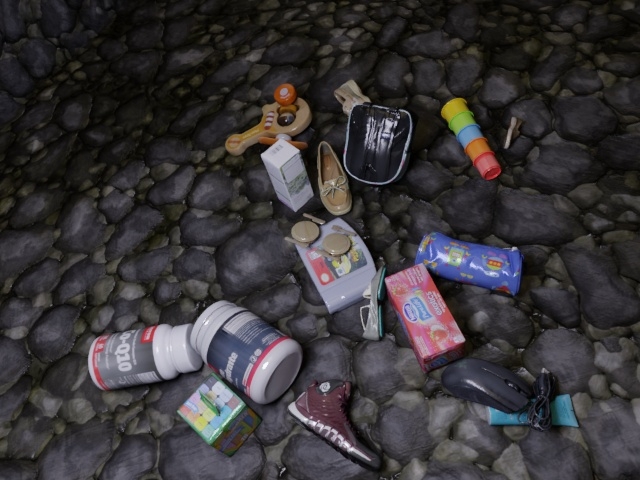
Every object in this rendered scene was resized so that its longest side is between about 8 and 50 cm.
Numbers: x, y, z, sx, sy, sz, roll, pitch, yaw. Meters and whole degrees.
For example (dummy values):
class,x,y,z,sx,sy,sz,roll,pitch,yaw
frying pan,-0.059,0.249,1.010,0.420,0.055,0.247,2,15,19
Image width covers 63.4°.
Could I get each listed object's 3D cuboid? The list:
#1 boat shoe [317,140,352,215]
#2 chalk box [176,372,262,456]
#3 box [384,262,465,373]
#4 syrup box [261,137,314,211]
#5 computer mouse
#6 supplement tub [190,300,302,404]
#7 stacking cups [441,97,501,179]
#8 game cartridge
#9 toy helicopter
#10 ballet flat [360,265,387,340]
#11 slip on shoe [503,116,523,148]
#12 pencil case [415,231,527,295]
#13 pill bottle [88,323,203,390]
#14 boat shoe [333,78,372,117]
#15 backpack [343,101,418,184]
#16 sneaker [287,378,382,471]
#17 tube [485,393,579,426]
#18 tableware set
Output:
class,x,y,z,sx,sy,sz,roll,pitch,yaw
boat shoe,0.035,-0.211,1.763,0.105,0.089,0.285,-18,56,1
chalk box,-0.263,0.445,1.332,0.132,0.213,0.132,33,70,29
box,0.280,0.209,1.409,0.123,0.128,0.256,-22,56,-1
syrup box,-0.104,-0.211,1.707,0.093,0.237,0.096,-43,60,-16
computer mouse,0.437,0.349,1.284,0.272,0.072,0.188,11,32,25
supplement tub,-0.203,0.301,1.425,0.272,0.191,0.191,28,67,27
stacking cups,0.516,-0.341,1.740,0.096,0.096,0.316,-21,58,0
game cartridge,0.054,0.065,1.604,0.196,0.060,0.294,-24,55,-8
toy helicopter,-0.192,-0.406,1.947,0.355,0.140,0.234,-25,64,9
ballet flat,0.148,0.176,1.473,0.068,0.072,0.213,0,75,19
slip on shoe,0.649,-0.360,1.744,0.041,0.051,0.135,19,57,11
pencil case,0.426,0.060,1.474,0.306,0.119,0.133,13,91,20
pill bottle,-0.497,0.330,1.494,0.283,0.161,0.161,-12,56,6
boat shoe,0.134,-0.486,1.914,0.098,0.109,0.302,-26,50,2
backpack,0.196,-0.315,1.720,0.225,0.191,0.253,14,102,20
sneaker,0.063,0.446,1.323,0.281,0.106,0.162,26,64,27
tube,0.514,0.419,1.268,0.207,0.052,0.080,-4,56,5
tableware set,0.000,0.000,1.607,0.194,0.039,0.128,22,53,19
